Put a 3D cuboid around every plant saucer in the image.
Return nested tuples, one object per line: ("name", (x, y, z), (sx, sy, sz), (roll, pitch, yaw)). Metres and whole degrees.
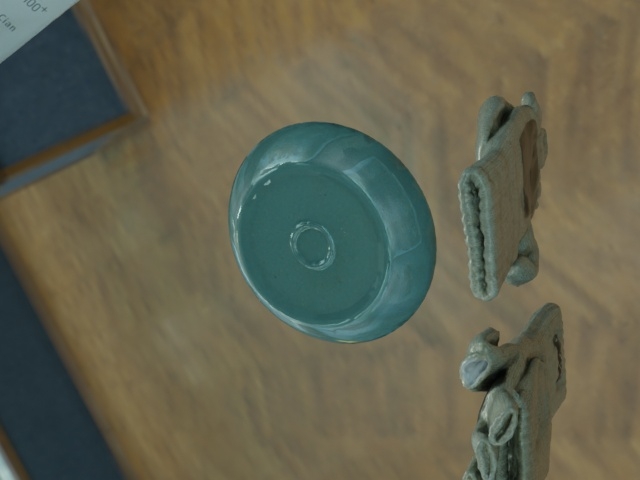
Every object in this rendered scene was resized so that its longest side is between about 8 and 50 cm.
("plant saucer", (0.000, 0.000, 0.752), (0.119, 0.021, 0.119), (10, 112, 25))

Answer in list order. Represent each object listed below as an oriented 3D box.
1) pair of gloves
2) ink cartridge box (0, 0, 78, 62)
("pair of gloves", (0.110, 0.035, 0.892), (0.042, 0.204, 0.240), (0, 113, 17))
("ink cartridge box", (-0.184, -0.244, 0.961), (0.066, 0.261, 0.296), (42, -159, -34))
